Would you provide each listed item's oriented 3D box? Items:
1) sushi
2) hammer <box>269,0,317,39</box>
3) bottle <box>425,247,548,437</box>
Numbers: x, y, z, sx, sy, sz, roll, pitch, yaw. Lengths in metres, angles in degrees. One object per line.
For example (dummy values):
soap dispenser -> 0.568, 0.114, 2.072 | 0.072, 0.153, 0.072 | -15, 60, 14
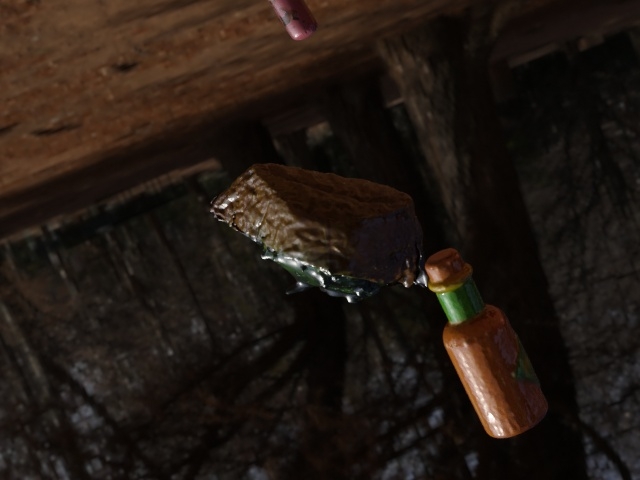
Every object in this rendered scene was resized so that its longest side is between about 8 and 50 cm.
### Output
sushi -> 0.000, -0.001, 1.334 | 0.287, 0.140, 0.149 | 8, -137, -2
hammer -> -0.038, -0.293, 1.389 | 0.043, 0.083, 0.043 | -33, -172, 6
bottle -> 0.151, 0.095, 1.044 | 0.069, 0.187, 0.069 | -26, -165, 7
